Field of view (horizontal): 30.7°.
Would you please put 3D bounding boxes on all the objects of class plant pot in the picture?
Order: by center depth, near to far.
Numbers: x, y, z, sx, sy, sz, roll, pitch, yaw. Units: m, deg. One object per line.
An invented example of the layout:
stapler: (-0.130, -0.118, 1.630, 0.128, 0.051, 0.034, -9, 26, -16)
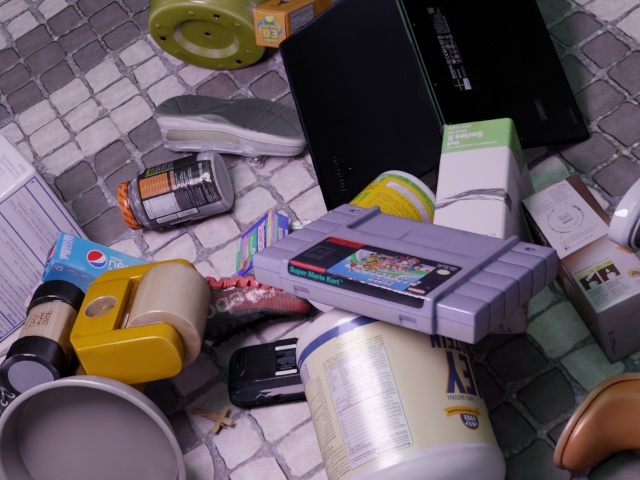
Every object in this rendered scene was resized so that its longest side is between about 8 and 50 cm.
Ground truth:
plant pot: (-0.197, -0.549, 2.336, 0.366, 0.366, 0.353, 0, 64, 22)

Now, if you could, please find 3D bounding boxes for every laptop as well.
laptop: (0.188, -0.269, 2.053, 0.407, 0.236, 0.382, -9, 69, -20)

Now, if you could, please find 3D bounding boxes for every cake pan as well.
cake pan: (-0.336, 0.321, 1.730, 0.293, 0.293, 0.054, -12, 22, 14)

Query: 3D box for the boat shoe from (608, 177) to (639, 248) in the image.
boat shoe: (0.534, -0.040, 1.651, 0.335, 0.121, 0.119, -14, 40, -45)

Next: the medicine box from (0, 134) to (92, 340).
medicine box: (-0.585, 0.010, 2.075, 0.289, 0.263, 0.149, -39, 48, -11)

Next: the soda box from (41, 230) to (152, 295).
soda box: (-0.359, 0.061, 1.981, 0.071, 0.210, 0.067, -46, 31, 43)

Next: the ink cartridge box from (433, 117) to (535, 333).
ink cartridge box: (0.253, -0.019, 1.791, 0.114, 0.198, 0.273, -4, 52, 20)

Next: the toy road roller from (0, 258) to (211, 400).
toy road roller: (-0.313, 0.189, 1.821, 0.329, 0.241, 0.202, -13, 32, 12)

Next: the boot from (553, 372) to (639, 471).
boot: (0.475, 0.265, 1.550, 0.283, 0.109, 0.220, -33, 52, -15)

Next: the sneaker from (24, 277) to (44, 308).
sneaker: (-0.427, 0.148, 2.017, 0.111, 0.103, 0.252, -46, 51, 2)

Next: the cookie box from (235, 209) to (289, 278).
cookie box: (-0.099, 0.014, 1.982, 0.107, 0.040, 0.092, -39, 38, 40)

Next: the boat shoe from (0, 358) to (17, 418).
boat shoe: (-0.551, 0.293, 1.933, 0.127, 0.113, 0.340, 11, 58, 30)

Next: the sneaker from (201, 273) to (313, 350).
sneaker: (-0.146, 0.118, 1.921, 0.276, 0.097, 0.135, 2, 73, 9)

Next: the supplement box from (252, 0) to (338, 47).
supplement box: (-0.037, -0.441, 2.268, 0.078, 0.080, 0.233, 12, 28, 29)

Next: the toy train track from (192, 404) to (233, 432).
toy train track: (-0.169, 0.281, 1.853, 0.083, 0.014, 0.048, 12, 66, 37)

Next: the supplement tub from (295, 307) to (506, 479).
supplement tub: (0.112, 0.256, 1.583, 0.235, 0.235, 0.325, -20, 62, 7)

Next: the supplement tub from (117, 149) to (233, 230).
supplement tub: (-0.263, -0.086, 2.117, 0.190, 0.117, 0.117, -15, 49, 11)

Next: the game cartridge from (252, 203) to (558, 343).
game cartridge: (0.109, 0.033, 1.572, 0.355, 0.068, 0.230, 14, 25, 35)

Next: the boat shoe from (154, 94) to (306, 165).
boat shoe: (-0.163, -0.200, 2.192, 0.320, 0.103, 0.118, 8, 38, 21)

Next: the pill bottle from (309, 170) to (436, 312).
pill bottle: (0.074, 0.006, 1.848, 0.136, 0.136, 0.245, 19, 45, 33)

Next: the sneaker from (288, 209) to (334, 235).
sneaker: (0.000, 0.000, 1.976, 0.170, 0.063, 0.075, -11, 49, 21)

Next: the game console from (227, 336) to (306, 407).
game console: (0.025, 0.179, 1.833, 0.361, 0.044, 0.213, -10, 50, 13)

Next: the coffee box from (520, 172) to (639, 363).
coffee box: (0.402, 0.038, 1.723, 0.098, 0.141, 0.246, -26, 48, 1)
